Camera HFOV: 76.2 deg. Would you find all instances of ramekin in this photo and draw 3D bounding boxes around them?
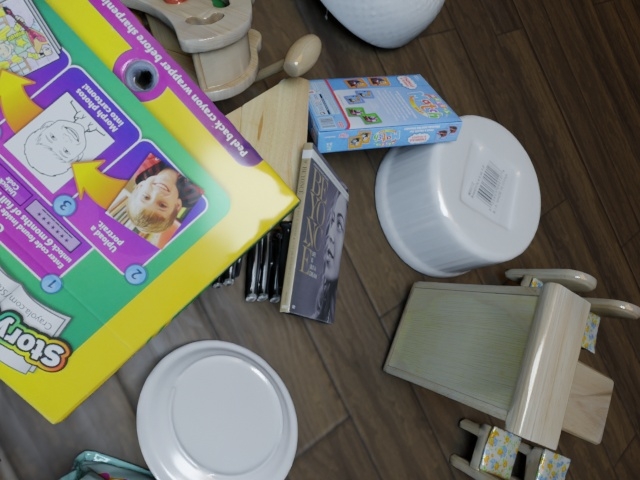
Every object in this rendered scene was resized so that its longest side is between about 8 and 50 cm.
[{"bbox_3d":[0.246,-0.077,0.707,0.278,0.135,0.276,5,79,-26],"label":"ramekin"}]

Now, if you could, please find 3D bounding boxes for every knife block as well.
[{"bbox_3d":[-0.067,-0.062,0.573,0.276,0.088,0.242,-42,101,-27],"label":"knife block"}]

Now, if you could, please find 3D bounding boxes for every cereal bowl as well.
[{"bbox_3d":[0.110,-0.516,0.681,0.339,0.141,0.338,11,73,-38],"label":"cereal bowl"}]

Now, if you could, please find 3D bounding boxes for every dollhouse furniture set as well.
[{"bbox_3d":[0.342,0.211,0.614,0.395,0.257,0.361,27,76,-20],"label":"dollhouse furniture set"}]

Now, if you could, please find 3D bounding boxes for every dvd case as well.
[{"bbox_3d":[0.000,0.000,0.575,0.164,0.018,0.221,38,56,-64],"label":"dvd case"}]

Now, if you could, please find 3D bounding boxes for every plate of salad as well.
[{"bbox_3d":[-0.118,0.212,0.488,0.200,0.048,0.199,26,35,-21],"label":"plate of salad"}]

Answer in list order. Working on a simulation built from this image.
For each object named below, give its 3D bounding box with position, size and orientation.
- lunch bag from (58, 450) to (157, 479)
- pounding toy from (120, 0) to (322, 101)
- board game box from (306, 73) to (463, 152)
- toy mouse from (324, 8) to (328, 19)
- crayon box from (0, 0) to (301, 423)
[{"bbox_3d":[-0.174,0.368,0.400,0.263,0.160,0.223,26,69,-15],"label":"lunch bag"},{"bbox_3d":[-0.148,-0.234,0.528,0.270,0.154,0.154,17,57,11],"label":"pounding toy"},{"bbox_3d":[0.082,-0.200,0.623,0.212,0.039,0.160,-8,47,-10],"label":"board game box"},{"bbox_3d":[0.035,-0.492,0.734,0.143,0.031,0.160,-29,94,-28],"label":"toy mouse"},{"bbox_3d":[-0.258,-0.066,0.406,0.313,0.106,0.363,-43,98,-4],"label":"crayon box"}]
